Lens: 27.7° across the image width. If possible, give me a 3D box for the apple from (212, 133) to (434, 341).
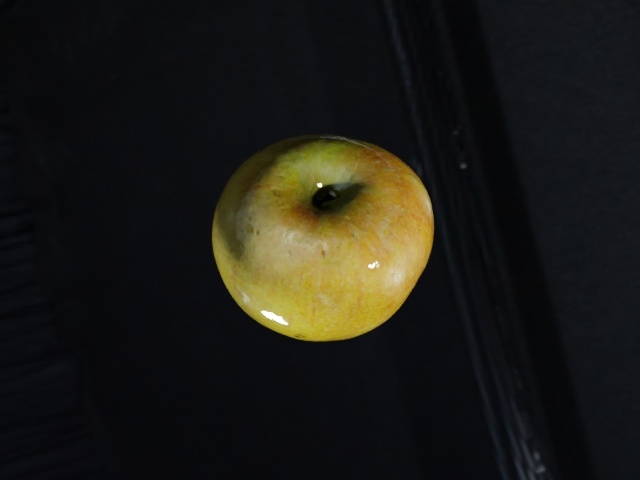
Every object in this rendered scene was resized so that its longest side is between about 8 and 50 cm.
[{"bbox_3d":[0.000,0.000,1.075,0.182,0.182,0.155,52,-20,28],"label":"apple"}]
